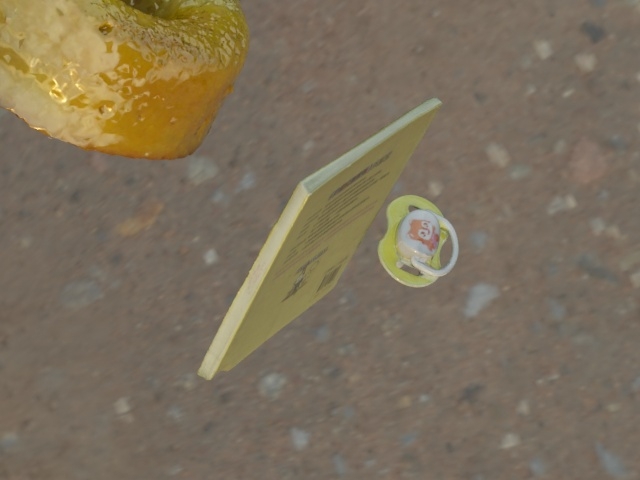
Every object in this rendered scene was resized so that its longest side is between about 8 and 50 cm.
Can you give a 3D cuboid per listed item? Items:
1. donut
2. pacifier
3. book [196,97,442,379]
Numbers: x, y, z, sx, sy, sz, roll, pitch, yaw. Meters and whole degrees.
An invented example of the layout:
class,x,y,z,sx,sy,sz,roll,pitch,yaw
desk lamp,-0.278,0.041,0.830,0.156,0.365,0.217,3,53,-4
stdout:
class,x,y,z,sx,sy,sz,roll,pitch,yaw
donut,-0.177,-0.192,1.436,0.278,0.108,0.277,29,33,-21
pacifier,0.074,0.006,1.473,0.068,0.064,0.083,24,59,-19
book,0.000,0.000,1.210,0.013,0.192,0.168,40,41,13
